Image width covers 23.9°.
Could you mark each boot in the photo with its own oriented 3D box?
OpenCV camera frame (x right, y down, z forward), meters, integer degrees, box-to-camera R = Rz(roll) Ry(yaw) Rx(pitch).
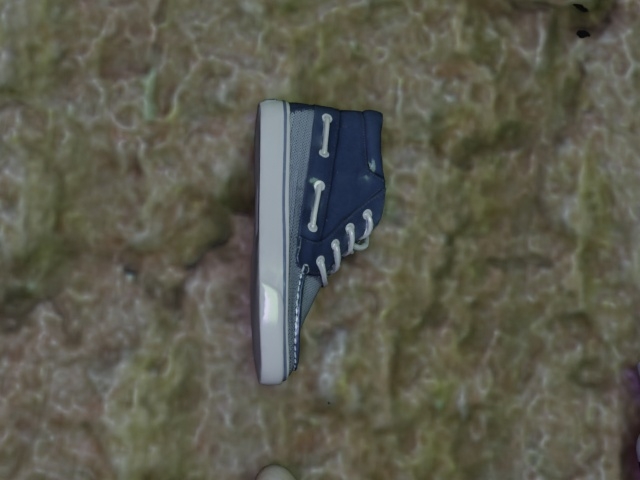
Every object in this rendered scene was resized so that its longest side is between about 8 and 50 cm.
[{"bbox_3d":[0.000,0.000,0.983,0.086,0.069,0.190,3,79,-7],"label":"boot"}]

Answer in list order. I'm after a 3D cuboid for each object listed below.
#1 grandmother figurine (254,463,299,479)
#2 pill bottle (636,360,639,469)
[{"bbox_3d":[-0.017,0.247,0.928,0.342,0.104,0.208,8,88,-7],"label":"grandmother figurine"},{"bbox_3d":[0.268,0.165,0.987,0.108,0.108,0.193,-11,83,-12],"label":"pill bottle"}]
